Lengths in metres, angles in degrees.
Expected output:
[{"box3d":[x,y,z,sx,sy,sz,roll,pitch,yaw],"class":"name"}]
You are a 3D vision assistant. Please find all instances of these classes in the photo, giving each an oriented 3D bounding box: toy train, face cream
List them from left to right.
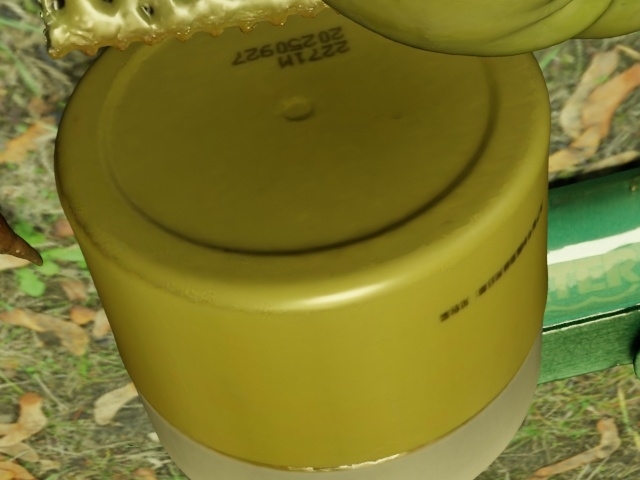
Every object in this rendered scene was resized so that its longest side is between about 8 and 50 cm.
[{"box3d":[0.000,0.000,0.565,0.218,0.218,0.179,-8,138,2],"class":"face cream"},{"box3d":[0.140,0.031,0.722,0.248,0.101,0.159,-16,125,9],"class":"toy train"}]

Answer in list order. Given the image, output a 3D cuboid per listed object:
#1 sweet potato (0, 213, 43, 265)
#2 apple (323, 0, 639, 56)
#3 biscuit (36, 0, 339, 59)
[{"box3d":[-0.206,-0.012,0.655,0.117,0.049,0.049,30,128,-30],"class":"sweet potato"},{"box3d":[0.068,-0.180,0.340,0.263,0.262,0.262,-4,139,-3],"class":"apple"},{"box3d":[-0.030,-0.158,0.498,0.203,0.016,0.144,-8,118,0],"class":"biscuit"}]
